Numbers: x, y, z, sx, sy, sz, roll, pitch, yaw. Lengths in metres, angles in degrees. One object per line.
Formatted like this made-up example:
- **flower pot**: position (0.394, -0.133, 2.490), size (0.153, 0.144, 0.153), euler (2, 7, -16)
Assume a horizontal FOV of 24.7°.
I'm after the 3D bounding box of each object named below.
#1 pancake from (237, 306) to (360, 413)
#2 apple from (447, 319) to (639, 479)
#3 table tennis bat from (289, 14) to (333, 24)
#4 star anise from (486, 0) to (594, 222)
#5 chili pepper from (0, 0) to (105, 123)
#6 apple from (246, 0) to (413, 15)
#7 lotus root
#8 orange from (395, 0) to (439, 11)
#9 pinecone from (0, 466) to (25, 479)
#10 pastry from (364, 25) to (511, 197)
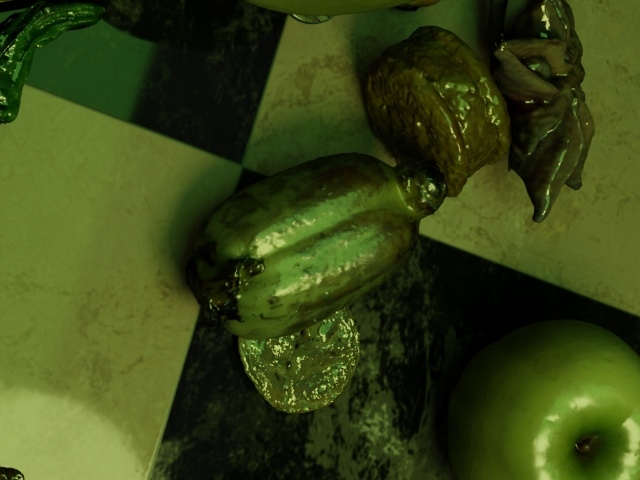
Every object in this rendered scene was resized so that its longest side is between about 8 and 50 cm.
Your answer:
- **pancake**: position (-0.025, 0.122, 1.690), size (0.158, 0.028, 0.158), euler (-1, 91, -24)
- **apple**: position (0.272, 0.226, 1.713), size (0.279, 0.279, 0.279), euler (0, 91, -27)
- **table tennis bat**: position (-0.006, -0.329, 1.700), size (0.100, 0.019, 0.155), euler (8, 89, -26)
- **star anise**: position (0.262, -0.199, 1.769), size (0.109, 0.292, 0.349), euler (-9, 121, 16)
- **chili pepper**: position (-0.301, -0.202, 1.532), size (0.182, 0.050, 0.073), euler (-50, 118, -17)
- **apple**: position (0.015, -0.402, 1.510), size (0.357, 0.357, 0.357), euler (0, 91, -27)
- **lotus root**: position (0.000, 0.000, 1.618), size (0.309, 0.173, 0.173), euler (-24, 101, -13)
- **orange**: position (0.115, -0.357, 1.716), size (0.160, 0.112, 0.170), euler (-42, 120, -21)
- **pinecone**: position (-0.360, 0.302, 1.441), size (0.195, 0.179, 0.150), euler (-52, 128, -44)
- **pastry**: position (0.135, -0.149, 1.683), size (0.103, 0.189, 0.188), euler (-33, 105, -18)
